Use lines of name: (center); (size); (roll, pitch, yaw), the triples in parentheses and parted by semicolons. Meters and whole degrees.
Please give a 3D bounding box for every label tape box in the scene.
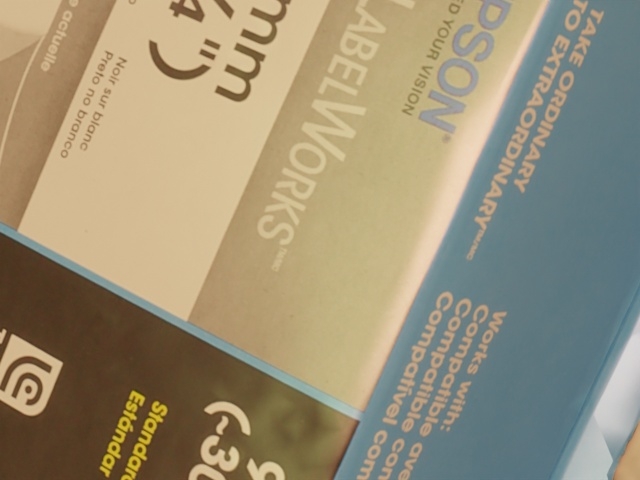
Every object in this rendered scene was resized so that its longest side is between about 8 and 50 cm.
label tape box: (0.000, 0.000, 0.487); (0.334, 0.106, 0.240); (26, 95, 21)
